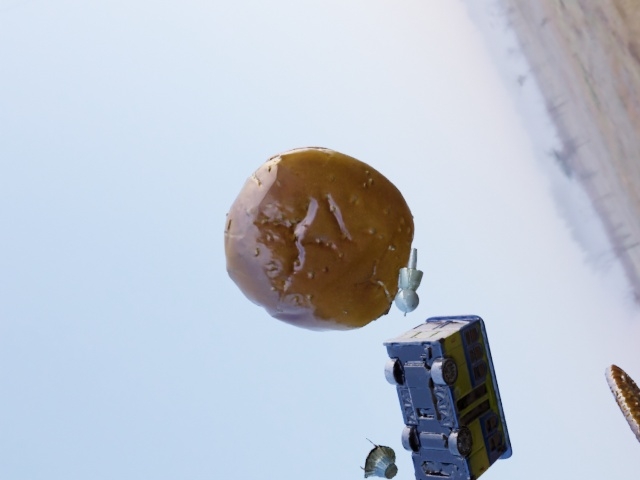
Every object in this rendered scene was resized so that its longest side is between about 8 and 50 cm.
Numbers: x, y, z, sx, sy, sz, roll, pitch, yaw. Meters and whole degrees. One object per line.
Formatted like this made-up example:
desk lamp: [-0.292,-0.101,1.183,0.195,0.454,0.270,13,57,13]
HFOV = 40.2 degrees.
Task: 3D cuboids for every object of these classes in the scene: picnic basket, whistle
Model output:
picnic basket: [0.108,0.418,1.657,0.083,0.083,0.065,-9,-70,-37]
whistle: [0.126,0.059,1.234,0.035,0.035,0.100,35,-120,-53]

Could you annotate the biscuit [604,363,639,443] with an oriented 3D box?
biscuit: [0.589,0.347,1.512,0.305,0.038,0.305,49,-162,-22]

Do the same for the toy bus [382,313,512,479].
toy bus: [0.236,0.296,1.615,0.175,0.138,0.287,-20,-81,-47]

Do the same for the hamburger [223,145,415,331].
hamburger: [0.000,0.000,1.418,0.314,0.289,0.170,25,-175,-5]
